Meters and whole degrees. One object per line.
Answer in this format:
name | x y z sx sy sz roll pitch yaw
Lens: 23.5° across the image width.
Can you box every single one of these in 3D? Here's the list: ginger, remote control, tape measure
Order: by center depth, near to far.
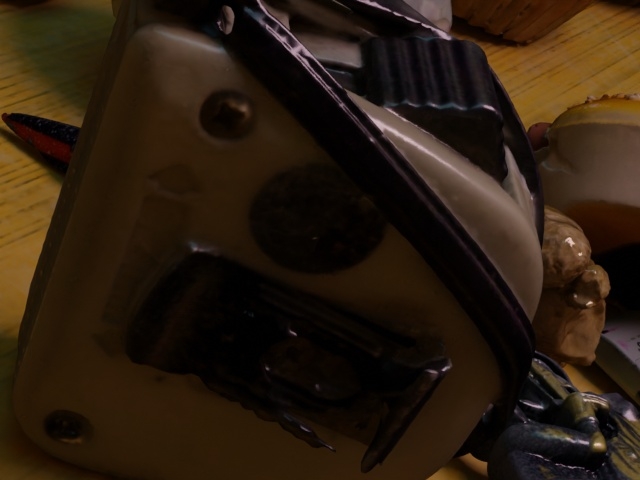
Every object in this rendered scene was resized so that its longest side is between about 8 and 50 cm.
tape measure | 0.000 0.000 0.674 0.231 0.271 0.133 14 32 -12
ginger | 0.102 0.013 0.893 0.115 0.081 0.205 28 -1 -32
remote control | 0.224 0.103 0.901 0.065 0.029 0.166 -13 51 -47

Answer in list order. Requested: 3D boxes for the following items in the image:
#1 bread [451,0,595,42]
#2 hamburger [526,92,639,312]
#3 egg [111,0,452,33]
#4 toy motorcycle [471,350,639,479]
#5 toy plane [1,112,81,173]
bread | 0.141 -0.261 1.294 0.240 0.139 0.240 17 32 -11
hamburger | 0.221 -0.020 0.948 0.210 0.173 0.116 29 61 -35
egg | -0.036 -0.153 0.968 0.217 0.183 0.183 38 33 7
toy motorcycle | 0.133 0.126 0.775 0.124 0.061 0.193 -19 52 -45
toy plane | -0.100 -0.046 0.883 0.189 0.061 0.130 29 8 15
